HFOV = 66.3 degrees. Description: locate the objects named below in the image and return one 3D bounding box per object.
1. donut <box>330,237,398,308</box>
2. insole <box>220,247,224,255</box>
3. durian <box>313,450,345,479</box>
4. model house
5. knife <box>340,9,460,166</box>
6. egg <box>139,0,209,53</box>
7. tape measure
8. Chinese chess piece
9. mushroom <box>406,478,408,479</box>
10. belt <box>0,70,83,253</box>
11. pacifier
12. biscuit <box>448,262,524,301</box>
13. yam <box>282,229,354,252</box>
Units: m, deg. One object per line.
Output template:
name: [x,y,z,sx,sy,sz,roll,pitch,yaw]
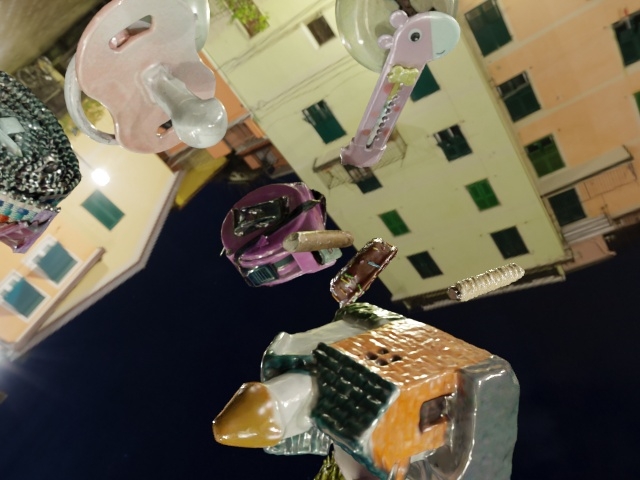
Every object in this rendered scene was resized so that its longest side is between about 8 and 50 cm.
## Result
donut: [0.113,0.086,1.376,0.235,0.089,0.235,-48,177,-3]
insole: [-0.291,-0.016,1.589,0.197,0.004,0.065,-54,-170,44]
durian: [0.021,0.561,0.804,0.198,0.163,0.394,138,-45,-56]
model house: [0.019,0.201,0.545,0.300,0.190,0.271,-4,-166,-37]
knife: [0.130,-0.260,0.937,0.399,0.132,0.038,116,-18,-58]
egg: [-0.321,-0.479,0.999,0.183,0.183,0.264,-33,-109,12]
tape measure: [-0.093,-0.022,1.080,0.245,0.149,0.232,-24,-134,6]
Chinese chess piece: [0.141,-0.418,0.889,0.237,0.238,0.092,-40,-145,0]
mushroom: [0.289,0.416,0.965,0.254,0.195,0.189,-53,169,-32]
belt: [-0.553,-0.144,0.830,0.160,0.295,0.207,-32,-158,37]
pacifier: [-0.286,-0.275,0.883,0.273,0.332,0.220,7,-116,6]
biscuit: [0.451,0.115,1.336,0.219,0.055,0.061,-18,-159,-17]
yam: [0.000,0.000,0.702,0.032,0.032,0.145,-17,172,34]
